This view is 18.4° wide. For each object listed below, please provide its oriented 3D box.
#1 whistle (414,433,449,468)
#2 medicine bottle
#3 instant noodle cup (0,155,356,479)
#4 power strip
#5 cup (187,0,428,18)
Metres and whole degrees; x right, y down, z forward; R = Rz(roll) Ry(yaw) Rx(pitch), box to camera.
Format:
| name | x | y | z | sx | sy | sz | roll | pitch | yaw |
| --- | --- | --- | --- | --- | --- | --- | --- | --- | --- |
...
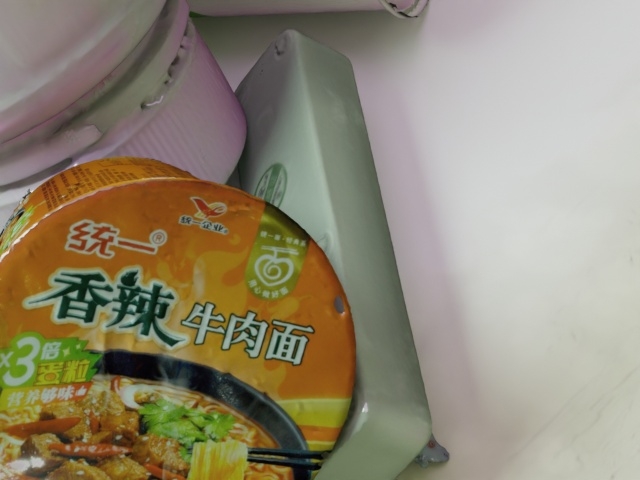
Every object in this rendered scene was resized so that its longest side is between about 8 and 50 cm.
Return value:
| name | x | y | z | sx | sy | sz | roll | pitch | yaw |
| --- | --- | --- | --- | --- | --- | --- | --- | --- | --- |
| whistle | 0.055 | 0.109 | 1.247 | 0.033 | 0.029 | 0.083 | 5 | 43 | -32 |
| medicine bottle | -0.214 | -0.152 | 1.318 | 0.256 | 0.325 | 0.256 | -21 | 35 | 16 |
| instant noodle cup | -0.110 | 0.052 | 1.197 | 0.230 | 0.230 | 0.182 | -23 | 21 | -7 |
| power strip | 0.000 | 0.000 | 1.313 | 0.062 | 0.091 | 0.385 | 20 | 39 | -28 |
| cup | -0.069 | -0.272 | 1.494 | 0.274 | 0.253 | 0.253 | -8 | 47 | 19 |
